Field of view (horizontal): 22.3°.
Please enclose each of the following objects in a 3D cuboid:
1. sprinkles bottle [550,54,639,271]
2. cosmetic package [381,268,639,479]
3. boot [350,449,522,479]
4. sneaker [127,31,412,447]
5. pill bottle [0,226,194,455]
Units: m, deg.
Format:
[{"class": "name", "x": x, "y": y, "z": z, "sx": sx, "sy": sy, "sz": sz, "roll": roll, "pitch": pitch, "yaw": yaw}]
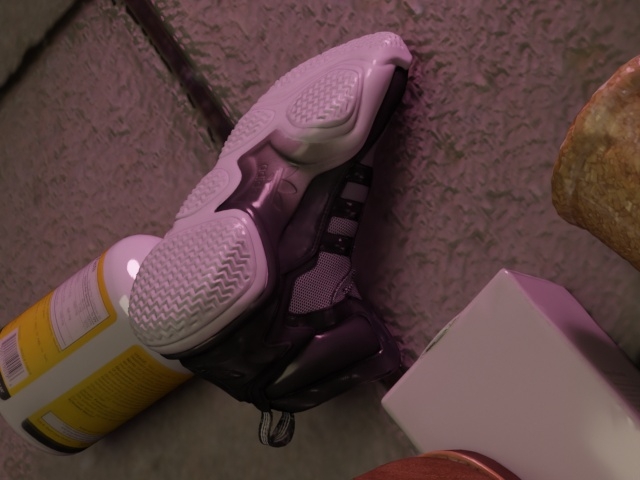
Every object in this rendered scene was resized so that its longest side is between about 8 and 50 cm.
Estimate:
[{"class": "sprinkles bottle", "x": 0.281, "y": 0.038, "z": 0.826, "sx": 0.355, "sy": 0.121, "sz": 0.121, "roll": 42, "pitch": 105, "yaw": 30}, {"class": "cosmetic package", "x": 0.153, "y": 0.137, "z": 0.915, "sx": 0.117, "sy": 0.085, "sz": 0.231, "roll": -48, "pitch": 60, "yaw": 18}, {"class": "boot", "x": 0.133, "y": 0.198, "z": 0.802, "sx": 0.305, "sy": 0.115, "sz": 0.112, "roll": 25, "pitch": 96, "yaw": 33}, {"class": "sneaker", "x": 0.000, "y": 0.000, "z": 1.026, "sx": 0.101, "sy": 0.153, "sz": 0.268, "roll": -2, "pitch": 46, "yaw": 49}, {"class": "pill bottle", "x": -0.131, "y": 0.061, "z": 1.093, "sx": 0.184, "sy": 0.103, "sz": 0.103, "roll": -34, "pitch": 66, "yaw": 23}]
